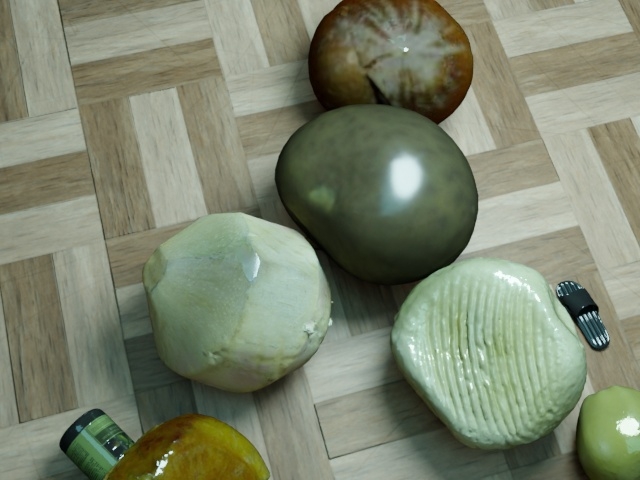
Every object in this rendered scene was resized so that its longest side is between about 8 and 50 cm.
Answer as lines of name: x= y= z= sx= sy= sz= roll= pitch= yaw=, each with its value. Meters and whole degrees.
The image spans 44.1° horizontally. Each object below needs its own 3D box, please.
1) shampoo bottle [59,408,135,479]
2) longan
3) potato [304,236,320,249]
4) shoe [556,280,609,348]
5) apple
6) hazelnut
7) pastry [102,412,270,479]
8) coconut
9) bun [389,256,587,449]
shampoo bottle: x=-0.346 y=0.434 z=1.442 sx=0.284 sy=0.101 sz=0.101 roll=41 pitch=72 yaw=12
longan: x=0.114 y=-0.094 z=1.543 sx=0.404 sy=0.336 sz=0.404 roll=18 pitch=28 yaw=-10
potato: x=-0.001 y=0.000 z=1.668 sx=0.093 sy=0.037 sz=0.036 roll=3 pitch=64 yaw=-1
shoe: x=0.550 y=0.148 z=1.633 sx=0.062 sy=0.053 sz=0.159 roll=-24 pitch=74 yaw=-8
apple: x=0.570 y=0.374 z=1.476 sx=0.200 sy=0.200 sz=0.200 roll=1 pitch=68 yaw=-3
hazelnut: x=0.143 y=-0.382 z=1.674 sx=0.372 sy=0.372 sz=0.315 roll=-8 pitch=98 yaw=-6
pastry: x=-0.219 y=0.463 z=1.338 sx=0.164 sy=0.356 sz=0.356 roll=-23 pitch=64 yaw=36
coconut: x=-0.168 y=0.110 z=1.476 sx=0.352 sy=0.352 sz=0.353 roll=1 pitch=68 yaw=-3
bun: x=0.313 y=0.209 z=1.494 sx=0.352 sy=0.227 sz=0.349 roll=-4 pitch=83 yaw=12
